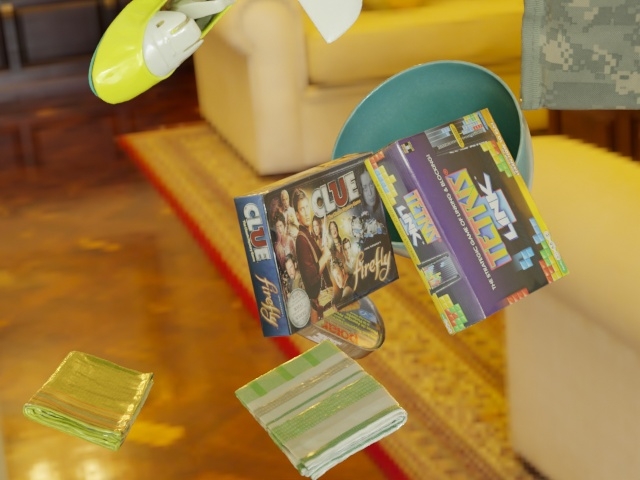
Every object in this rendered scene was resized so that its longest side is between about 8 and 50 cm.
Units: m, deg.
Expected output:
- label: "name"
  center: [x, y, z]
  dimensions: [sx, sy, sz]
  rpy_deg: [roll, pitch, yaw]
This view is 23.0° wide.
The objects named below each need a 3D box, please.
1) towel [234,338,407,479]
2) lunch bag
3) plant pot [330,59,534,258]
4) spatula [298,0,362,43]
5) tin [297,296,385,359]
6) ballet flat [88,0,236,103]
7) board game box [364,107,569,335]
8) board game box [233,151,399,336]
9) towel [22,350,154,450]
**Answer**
- label: "towel"
  center: [-0.001, 0.155, 1.457]
  dimensions: [0.113, 0.023, 0.152]
  rpy_deg: [-27, 33, -16]
- label: "lunch bag"
  center: [0.256, -0.225, 1.060]
  dimensions: [0.235, 0.169, 0.287]
  rpy_deg: [3, 43, 7]
- label: "plant pot"
  center: [0.185, -0.084, 2.240]
  dimensions: [0.290, 0.290, 0.195]
  rpy_deg: [7, -22, 32]
- label: "spatula"
  center: [0.007, -0.287, 1.144]
  dimensions: [0.168, 0.242, 0.019]
  rpy_deg: [-33, 0, -5]
- label: "tin"
  center: [0.006, 0.091, 2.052]
  dimensions: [0.190, 0.040, 0.106]
  rpy_deg: [28, 35, -32]
- label: "ballet flat"
  center: [-0.136, -0.217, 1.526]
  dimensions: [0.077, 0.077, 0.231]
  rpy_deg: [5, 43, 36]
- label: "board game box"
  center: [0.131, -0.020, 1.378]
  dimensions: [0.048, 0.170, 0.141]
  rpy_deg: [-29, -4, 42]
- label: "board game box"
  center: [0.000, 0.000, 1.839]
  dimensions: [0.042, 0.165, 0.243]
  rpy_deg: [-6, 11, 35]
- label: "towel"
  center: [-0.235, 0.158, 1.628]
  dimensions: [0.102, 0.021, 0.237]
  rpy_deg: [22, 10, -2]
